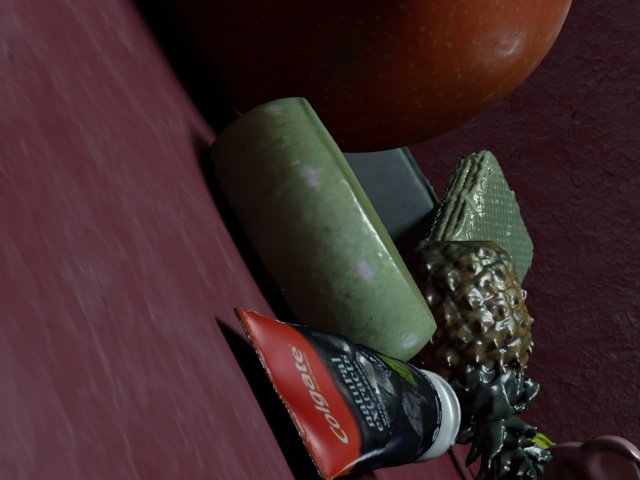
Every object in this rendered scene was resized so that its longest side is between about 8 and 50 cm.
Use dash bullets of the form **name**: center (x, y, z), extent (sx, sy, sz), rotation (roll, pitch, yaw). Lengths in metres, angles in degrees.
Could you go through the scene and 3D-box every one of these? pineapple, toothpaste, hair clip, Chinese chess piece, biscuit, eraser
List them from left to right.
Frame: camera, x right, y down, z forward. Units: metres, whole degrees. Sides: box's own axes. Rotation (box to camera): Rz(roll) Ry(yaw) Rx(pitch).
- **Chinese chess piece**: center (0.000, 0.000, 0.791), extent (0.144, 0.058, 0.144), rotation (60, 3, -6)
- **toothpaste**: center (0.015, 0.070, 0.667), extent (0.071, 0.045, 0.193), rotation (62, 11, 18)
- **eraser**: center (0.051, -0.045, 1.376), extent (0.352, 0.077, 0.111), rotation (57, 6, -38)
- **biscuit**: center (0.124, 0.030, 1.335), extent (0.121, 0.040, 0.199), rotation (64, 35, -34)
- **pineapple**: center (0.113, 0.096, 1.162), extent (0.108, 0.108, 0.198), rotation (48, 24, -67)
- **hair clip**: center (0.194, 0.218, 1.204), extent (0.138, 0.123, 0.102), rotation (51, 39, -35)

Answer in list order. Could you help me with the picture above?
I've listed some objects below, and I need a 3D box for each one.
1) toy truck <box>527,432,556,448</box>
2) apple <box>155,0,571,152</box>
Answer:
- **toy truck**: center (0.184, 0.200, 1.426), extent (0.077, 0.076, 0.111), rotation (41, 2, 8)
- **apple**: center (0.023, -0.180, 0.911), extent (0.260, 0.260, 0.216), rotation (61, 29, 4)
